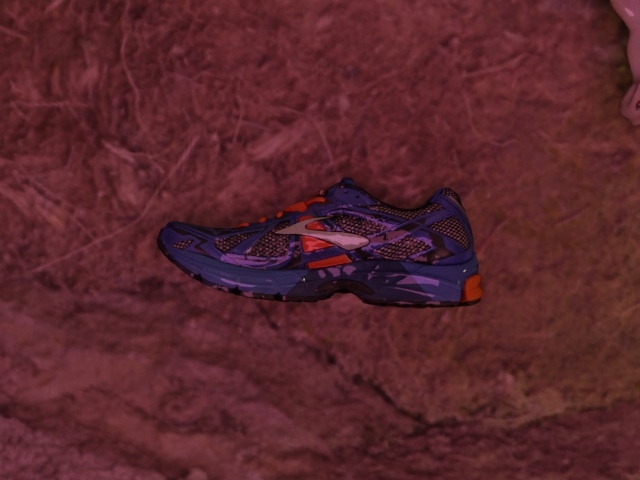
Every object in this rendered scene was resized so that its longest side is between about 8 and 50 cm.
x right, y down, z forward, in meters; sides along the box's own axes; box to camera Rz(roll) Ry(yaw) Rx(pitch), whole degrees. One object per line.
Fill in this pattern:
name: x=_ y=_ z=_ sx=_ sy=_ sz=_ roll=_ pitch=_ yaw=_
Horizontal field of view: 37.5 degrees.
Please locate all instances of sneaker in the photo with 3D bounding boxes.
sneaker: x=0.000 y=0.000 z=0.646 sx=0.221 sy=0.083 sz=0.087 roll=3 pitch=84 yaw=-3

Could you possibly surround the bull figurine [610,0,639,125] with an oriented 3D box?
bull figurine: x=0.243 y=-0.225 z=0.584 sx=0.188 sy=0.101 sz=0.310 roll=32 pitch=98 yaw=0
